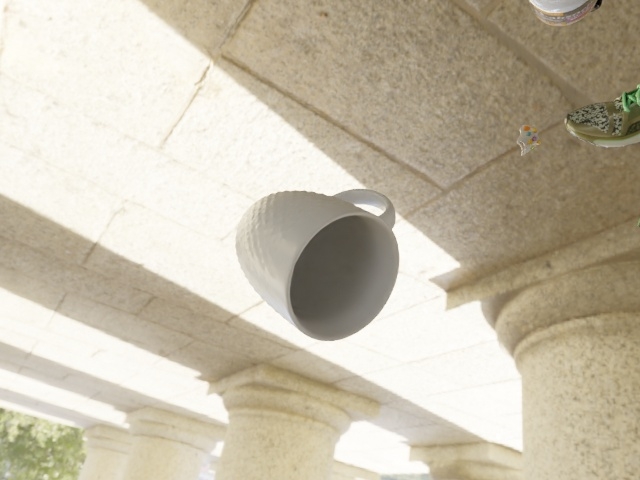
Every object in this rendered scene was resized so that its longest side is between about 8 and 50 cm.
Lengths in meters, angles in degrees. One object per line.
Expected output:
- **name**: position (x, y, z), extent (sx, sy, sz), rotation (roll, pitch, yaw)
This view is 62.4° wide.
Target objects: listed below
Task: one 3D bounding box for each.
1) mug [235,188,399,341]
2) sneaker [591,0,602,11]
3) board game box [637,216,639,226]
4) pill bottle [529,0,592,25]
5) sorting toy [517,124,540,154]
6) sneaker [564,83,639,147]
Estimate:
- **mug**: position (0.000, 0.000, 1.176), extent (0.328, 0.374, 0.276), rotation (29, 147, 51)
- **sneaker**: position (0.749, -0.794, 1.578), extent (0.283, 0.107, 0.124), rotation (30, 180, -32)
- **board game box**: position (0.921, -0.036, 1.279), extent (0.260, 0.136, 0.030), rotation (15, 116, 31)
- **pill bottle**: position (0.547, -0.588, 1.193), extent (0.162, 0.162, 0.278), rotation (-6, -171, 28)
- **sorting toy**: position (0.632, -0.301, 1.624), extent (0.045, 0.075, 0.083), rotation (13, 138, 56)
- **sneaker**: position (0.819, -0.354, 1.290), extent (0.411, 0.158, 0.182), rotation (-5, 136, 24)
